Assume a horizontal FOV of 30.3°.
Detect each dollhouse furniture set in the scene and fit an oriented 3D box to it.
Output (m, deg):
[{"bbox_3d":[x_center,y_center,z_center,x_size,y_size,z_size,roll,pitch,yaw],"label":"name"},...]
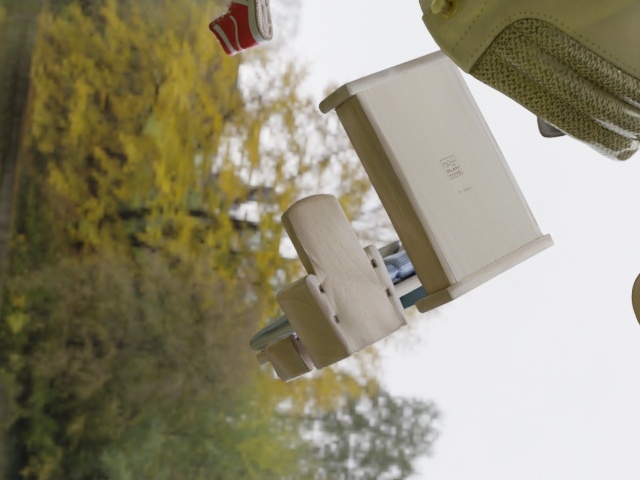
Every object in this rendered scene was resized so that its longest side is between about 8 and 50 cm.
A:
[{"bbox_3d":[0.000,0.000,1.084,0.303,0.286,0.198,-31,-95,53],"label":"dollhouse furniture set"}]

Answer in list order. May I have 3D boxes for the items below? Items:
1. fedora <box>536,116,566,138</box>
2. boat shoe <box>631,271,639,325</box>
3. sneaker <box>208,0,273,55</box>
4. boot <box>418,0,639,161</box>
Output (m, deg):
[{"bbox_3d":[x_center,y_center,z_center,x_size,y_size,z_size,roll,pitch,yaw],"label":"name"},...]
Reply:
[{"bbox_3d":[0.363,-0.177,1.297,0.244,0.124,0.275,-37,-157,28],"label":"fedora"},{"bbox_3d":[0.286,0.090,0.524,0.110,0.341,0.121,-37,-159,44],"label":"boat shoe"},{"bbox_3d":[-0.089,-0.256,1.301,0.067,0.042,0.118,-21,-126,27],"label":"sneaker"},{"bbox_3d":[0.092,-0.173,0.464,0.203,0.262,0.095,-46,-175,37],"label":"boot"}]
